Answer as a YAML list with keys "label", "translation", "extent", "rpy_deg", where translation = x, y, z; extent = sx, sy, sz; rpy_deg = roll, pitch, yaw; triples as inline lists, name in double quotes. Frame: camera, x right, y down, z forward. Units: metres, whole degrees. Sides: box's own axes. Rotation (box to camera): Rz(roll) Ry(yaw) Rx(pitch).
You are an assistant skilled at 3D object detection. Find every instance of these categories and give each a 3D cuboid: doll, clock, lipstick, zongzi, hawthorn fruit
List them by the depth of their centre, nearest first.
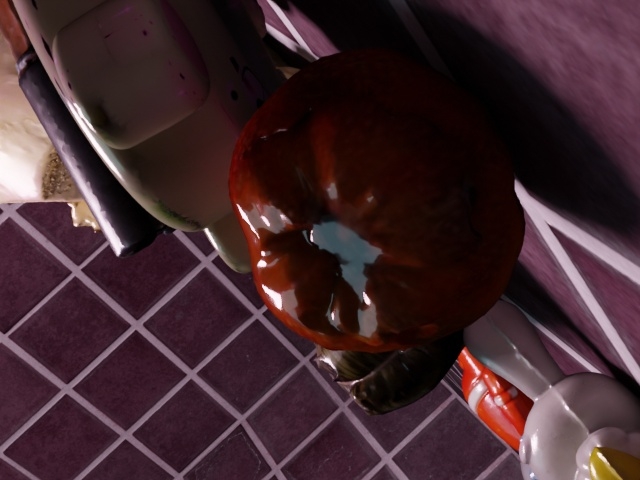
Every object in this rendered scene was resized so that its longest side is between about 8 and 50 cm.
- label: "hawthorn fruit"
  translation: [0.040, -0.022, 0.601]
  extent: [0.179, 0.173, 0.173]
  rpy_deg: [13, -153, -51]
- label: "clock"
  translation: [-0.108, -0.148, 0.721]
  extent: [0.284, 0.114, 0.309]
  rpy_deg: [53, -169, -55]
- label: "lipstick"
  translation: [-0.220, -0.183, 0.820]
  extent: [0.418, 0.077, 0.077]
  rpy_deg: [62, 178, 3]
- label: "doll"
  translation: [0.231, 0.181, 0.867]
  extent: [0.252, 0.111, 0.237]
  rpy_deg: [44, -170, -26]
- label: "zongzi"
  translation: [0.017, 0.003, 1.014]
  extent: [0.317, 0.154, 0.289]
  rpy_deg: [51, -171, 7]
- label: "doll"
  translation: [0.282, 0.252, 1.366]
  extent: [0.336, 0.105, 0.200]
  rpy_deg: [55, 180, 30]

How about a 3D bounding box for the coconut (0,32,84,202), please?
- label: "coconut"
  translation: [-0.281, -0.191, 1.148]
  extent: [0.352, 0.352, 0.352]
  rpy_deg: [47, 177, 3]

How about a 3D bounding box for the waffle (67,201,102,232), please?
- label: "waffle"
  translation: [-0.165, -0.076, 1.481]
  extent: [0.376, 0.261, 0.114]
  rpy_deg: [-33, -56, -82]

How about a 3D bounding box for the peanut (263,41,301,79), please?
- label: "peanut"
  translation: [-0.050, -0.115, 1.001]
  extent: [0.298, 0.120, 0.136]
  rpy_deg: [46, 153, 49]
